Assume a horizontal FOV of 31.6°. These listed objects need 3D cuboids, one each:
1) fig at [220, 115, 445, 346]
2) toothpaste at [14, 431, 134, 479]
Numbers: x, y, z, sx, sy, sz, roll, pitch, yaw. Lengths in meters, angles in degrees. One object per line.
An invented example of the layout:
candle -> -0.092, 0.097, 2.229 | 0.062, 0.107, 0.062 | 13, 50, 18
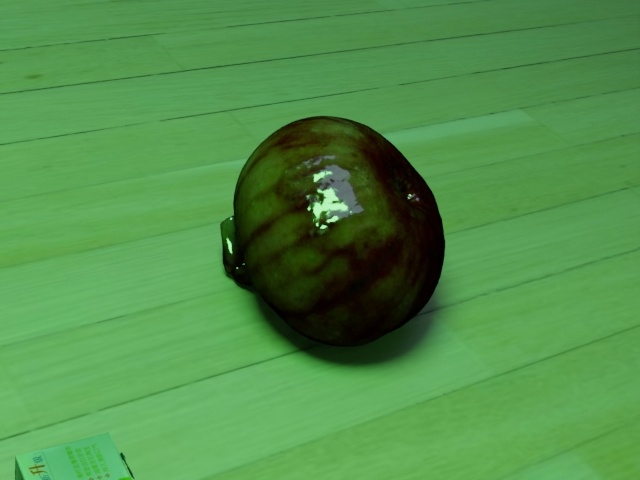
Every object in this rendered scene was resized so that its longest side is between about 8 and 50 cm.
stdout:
fig -> 0.016, -0.005, 1.140 | 0.235, 0.214, 0.235 | 32, 16, -10
toothpaste -> -0.129, 0.278, 0.791 | 0.081, 0.067, 0.336 | -11, 41, -26
